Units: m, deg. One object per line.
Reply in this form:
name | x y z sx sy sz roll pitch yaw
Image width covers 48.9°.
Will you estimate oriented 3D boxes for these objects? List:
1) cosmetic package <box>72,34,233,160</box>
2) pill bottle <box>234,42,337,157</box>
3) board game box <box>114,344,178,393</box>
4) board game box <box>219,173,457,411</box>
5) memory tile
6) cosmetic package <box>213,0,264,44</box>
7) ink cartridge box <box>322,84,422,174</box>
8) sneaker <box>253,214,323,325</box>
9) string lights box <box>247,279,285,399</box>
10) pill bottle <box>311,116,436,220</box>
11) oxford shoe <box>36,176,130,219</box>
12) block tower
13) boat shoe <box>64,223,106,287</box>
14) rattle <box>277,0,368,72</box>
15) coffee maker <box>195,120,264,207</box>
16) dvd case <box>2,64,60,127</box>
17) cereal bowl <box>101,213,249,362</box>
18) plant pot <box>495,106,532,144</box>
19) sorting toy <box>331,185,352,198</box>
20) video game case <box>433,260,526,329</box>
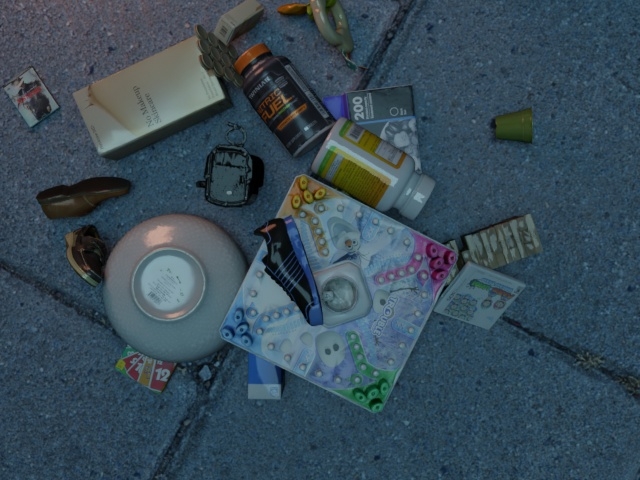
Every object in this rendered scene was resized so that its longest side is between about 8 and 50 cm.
cosmetic package | -0.371 -0.316 1.581 0.309 0.113 0.160 -25 90 3
pill bottle | -0.084 -0.314 1.555 0.130 0.130 0.246 -38 89 4
board game box | -0.362 0.214 1.637 0.124 0.039 0.260 29 90 2
board game box | 0.040 0.114 1.484 0.389 0.050 0.390 27 89 -3
memory tile | -0.223 -0.402 1.546 0.012 0.148 0.113 -23 70 25
cosmetic package | -0.180 -0.486 1.560 0.041 0.060 0.115 42 53 0
ink cartridge box | 0.115 -0.237 1.589 0.208 0.045 0.206 -7 93 4
sneaker | -0.063 0.069 1.416 0.090 0.081 0.232 -18 85 0
string lights box | -0.119 0.210 1.571 0.076 0.133 0.260 1 92 1
pill bottle | 0.116 -0.146 1.503 0.245 0.136 0.136 31 93 0
oxford shoe | -0.538 -0.096 1.629 0.212 0.076 0.076 -12 121 1
block tower | 0.312 0.038 1.564 0.335 0.097 0.091 -19 91 6
boat shoe | -0.513 0.023 1.561 0.073 0.223 0.080 -41 125 -3
rattle | 0.004 -0.449 1.578 0.142 0.130 0.200 -21 117 14
coffee maker | -0.178 -0.156 1.541 0.120 0.178 0.171 28 96 0
dvd case | -0.676 -0.336 1.646 0.087 0.013 0.119 -33 89 4
cereal bowl | -0.320 0.101 1.550 0.338 0.141 0.339 0 82 -2
plant pot | 0.428 -0.252 1.559 0.079 0.083 0.083 -2 92 16
sorting toy | 0.000 0.000 1.602 0.132 0.046 0.275 35 94 2
video game case | 0.347 0.123 1.542 0.157 0.019 0.143 20 121 -22
